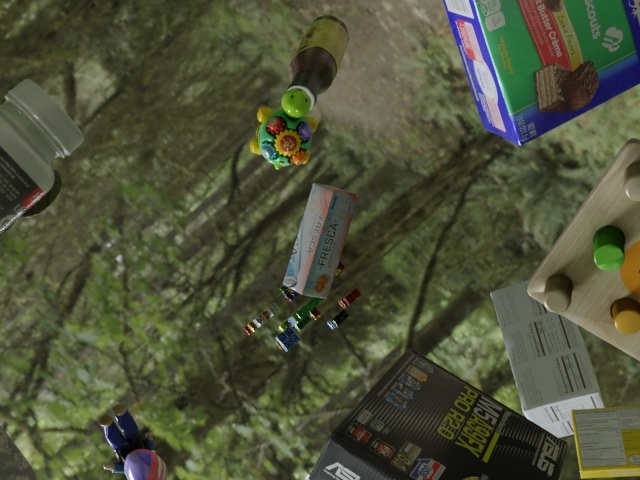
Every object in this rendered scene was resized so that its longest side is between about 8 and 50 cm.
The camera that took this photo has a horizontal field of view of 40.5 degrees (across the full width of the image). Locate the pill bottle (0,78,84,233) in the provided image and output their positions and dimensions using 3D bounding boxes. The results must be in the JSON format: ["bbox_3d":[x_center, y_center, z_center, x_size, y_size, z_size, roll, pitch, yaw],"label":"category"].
[{"bbox_3d":[-0.526,-0.099,1.330,0.176,0.318,0.176,43,167,12],"label":"pill bottle"}]

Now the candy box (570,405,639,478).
[{"bbox_3d":[0.466,0.282,1.226,0.105,0.206,0.027,-82,-18,-48],"label":"candy box"}]

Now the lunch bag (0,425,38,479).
[{"bbox_3d":[-0.700,0.476,1.607,0.256,0.212,0.305,35,-153,9],"label":"lunch bag"}]

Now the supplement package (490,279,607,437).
[{"bbox_3d":[0.457,0.234,1.721,0.204,0.145,0.262,51,-154,-52],"label":"supplement package"}]

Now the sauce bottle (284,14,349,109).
[{"bbox_3d":[-0.011,-0.410,2.010,0.111,0.111,0.344,47,-148,-21],"label":"sauce bottle"}]

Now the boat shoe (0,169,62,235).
[{"bbox_3d":[-0.556,-0.070,1.537,0.073,0.223,0.080,18,130,22],"label":"boat shoe"}]

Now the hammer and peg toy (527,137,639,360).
[{"bbox_3d":[0.464,-0.005,1.086,0.266,0.361,0.127,32,-152,4],"label":"hammer and peg toy"}]

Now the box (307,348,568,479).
[{"bbox_3d":[0.136,0.230,0.910,0.216,0.060,0.270,30,-159,15],"label":"box"}]

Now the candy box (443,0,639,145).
[{"bbox_3d":[0.352,-0.324,1.207,0.268,0.317,0.122,65,173,-27],"label":"candy box"}]

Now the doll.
[{"bbox_3d":[-0.420,0.454,1.892,0.046,0.129,0.189,9,129,48],"label":"doll"}]

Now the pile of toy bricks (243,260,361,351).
[{"bbox_3d":[-0.033,0.128,1.556,0.118,0.212,0.105,51,152,1],"label":"pile of toy bricks"}]

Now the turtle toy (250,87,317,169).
[{"bbox_3d":[-0.049,-0.166,1.298,0.095,0.130,0.066,10,-161,-15],"label":"turtle toy"}]

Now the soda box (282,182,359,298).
[{"bbox_3d":[0.000,0.000,1.445,0.058,0.183,0.063,13,-173,-38],"label":"soda box"}]

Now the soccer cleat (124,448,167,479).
[{"bbox_3d":[-0.348,0.524,1.764,0.095,0.083,0.248,-107,14,-50],"label":"soccer cleat"}]
